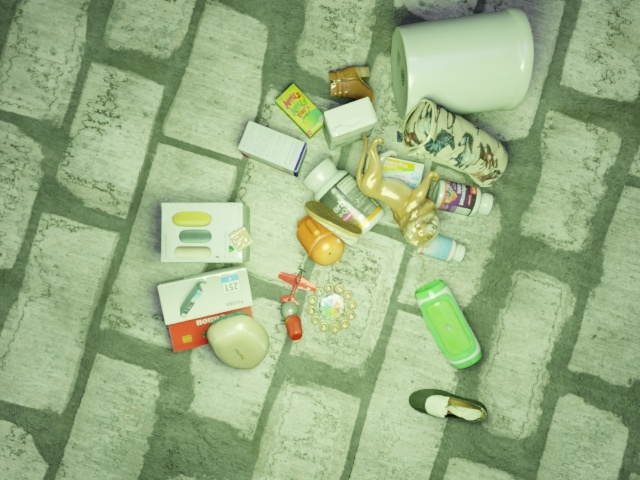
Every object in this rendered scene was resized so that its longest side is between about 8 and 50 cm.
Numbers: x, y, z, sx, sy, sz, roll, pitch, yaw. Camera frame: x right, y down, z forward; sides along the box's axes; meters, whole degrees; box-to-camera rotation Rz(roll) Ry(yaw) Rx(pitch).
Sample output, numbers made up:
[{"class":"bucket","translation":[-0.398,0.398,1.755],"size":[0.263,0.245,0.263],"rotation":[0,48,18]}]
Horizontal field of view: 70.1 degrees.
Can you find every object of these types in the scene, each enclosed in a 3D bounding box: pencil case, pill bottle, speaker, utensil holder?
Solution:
[{"class":"pencil case","translation":[0.452,-0.308,1.522],"size":[0.410,0.160,0.184],"rotation":[16,97,-32]},{"class":"pill bottle","translation":[0.078,-0.144,1.593],"size":[0.162,0.162,0.278],"rotation":[-44,89,-2]},{"class":"speaker","translation":[0.448,0.292,1.606],"size":[0.131,0.131,0.297],"rotation":[-28,89,-2]},{"class":"utensil holder","translation":[0.454,-0.580,1.536],"size":[0.385,0.327,0.328],"rotation":[-8,88,1]},{"class":"pill bottle","translation":[0.428,0.025,1.632],"size":[0.160,0.087,0.087],"rotation":[17,88,0]},{"class":"pill bottle","translation":[0.505,-0.147,1.628],"size":[0.193,0.108,0.108],"rotation":[12,88,-1]}]

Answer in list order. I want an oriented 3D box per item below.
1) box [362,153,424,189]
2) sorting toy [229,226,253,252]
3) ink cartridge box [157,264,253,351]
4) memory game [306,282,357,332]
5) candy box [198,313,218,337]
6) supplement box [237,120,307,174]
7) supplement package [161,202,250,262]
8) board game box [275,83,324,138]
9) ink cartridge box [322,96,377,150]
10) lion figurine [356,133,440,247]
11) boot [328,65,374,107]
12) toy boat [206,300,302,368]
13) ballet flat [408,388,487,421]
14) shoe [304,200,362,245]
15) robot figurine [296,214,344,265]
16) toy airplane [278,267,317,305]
[{"class":"box","translation":[0.250,-0.231,1.628],"size":[0.203,0.103,0.114],"rotation":[11,89,-1]},{"class":"sorting toy","translation":[-0.265,0.002,1.461],"size":[0.083,0.012,0.062],"rotation":[-31,97,-8]},{"class":"ink cartridge box","translation":[-0.380,0.240,1.563],"size":[0.296,0.066,0.261],"rotation":[-12,102,-15]},{"class":"memory game","translation":[0.042,0.244,1.656],"size":[0.186,0.012,0.186],"rotation":[0,88,-1]},{"class":"candy box","translation":[-0.410,0.237,1.629],"size":[0.109,0.053,0.187],"rotation":[35,90,-1]},{"class":"supplement box","translation":[-0.166,-0.322,1.619],"size":[0.220,0.111,0.114],"rotation":[20,88,-1]},{"class":"supplement package","translation":[-0.384,-0.024,1.563],"size":[0.262,0.198,0.199],"rotation":[0,89,-1]},{"class":"board game box","translation":[-0.069,-0.468,1.659],"size":[0.092,0.043,0.181],"rotation":[-44,90,-2]},{"class":"ink cartridge box","translation":[0.095,-0.397,1.572],"size":[0.160,0.219,0.093],"rotation":[-20,89,-2]},{"class":"lion figurine","translation":[0.245,-0.162,1.516],"size":[0.392,0.142,0.240],"rotation":[32,95,3]},{"class":"boot","translation":[0.112,-0.534,1.653],"size":[0.152,0.073,0.197],"rotation":[-9,76,-2]},{"class":"toy boat","translation":[-0.216,0.314,1.564],"size":[0.318,0.268,0.148],"rotation":[-18,44,-3]},{"class":"ballet flat","translation":[0.457,0.585,1.612],"size":[0.280,0.096,0.095],"rotation":[8,89,-1]},{"class":"shoe","translation":[0.034,-0.057,1.517],"size":[0.219,0.076,0.058],"rotation":[33,133,13]},{"class":"robot figurine","translation":[0.001,0.001,1.581],"size":[0.128,0.219,0.158],"rotation":[-9,133,-30]},{"class":"toy airplane","translation":[-0.095,0.171,1.646],"size":[0.151,0.028,0.151],"rotation":[0,89,4]}]
